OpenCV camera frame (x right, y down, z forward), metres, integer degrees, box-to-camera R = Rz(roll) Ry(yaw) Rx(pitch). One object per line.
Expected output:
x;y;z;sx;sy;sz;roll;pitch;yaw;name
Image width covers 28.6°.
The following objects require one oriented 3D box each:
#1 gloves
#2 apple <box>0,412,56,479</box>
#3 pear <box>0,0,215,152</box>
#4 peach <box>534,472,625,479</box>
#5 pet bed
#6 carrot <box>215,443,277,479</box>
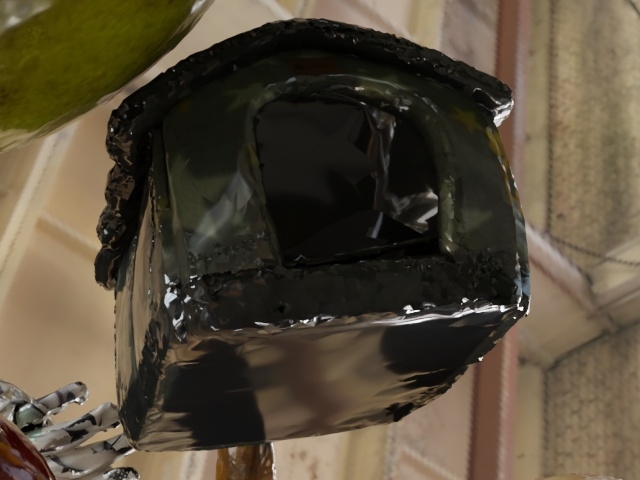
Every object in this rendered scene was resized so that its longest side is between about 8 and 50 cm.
-0.280;0.212;1.297;0.111;0.212;0.128;-29;-49;-42;gloves
-0.283;0.210;0.769;0.260;0.216;0.260;-17;-90;-74;apple
-0.144;-0.177;0.506;0.287;0.287;0.375;36;-132;-28;pear
0.187;0.239;0.829;0.232;0.232;0.233;31;-137;-33;peach
-0.012;-0.004;0.602;0.183;0.211;0.159;-5;-113;-15;pet bed
-0.046;0.199;0.750;0.061;0.061;0.210;-6;-79;-52;carrot
